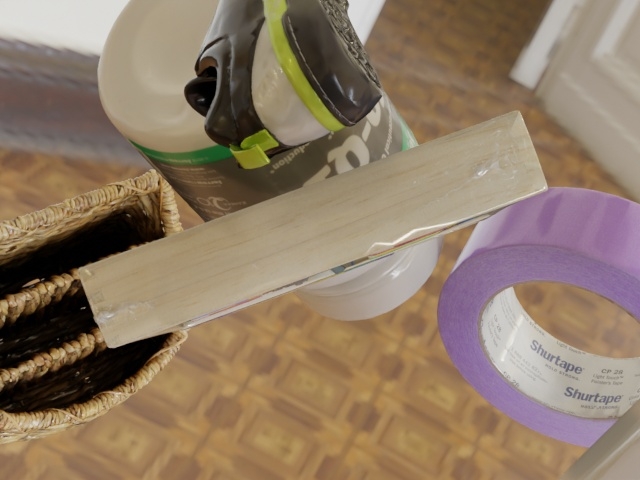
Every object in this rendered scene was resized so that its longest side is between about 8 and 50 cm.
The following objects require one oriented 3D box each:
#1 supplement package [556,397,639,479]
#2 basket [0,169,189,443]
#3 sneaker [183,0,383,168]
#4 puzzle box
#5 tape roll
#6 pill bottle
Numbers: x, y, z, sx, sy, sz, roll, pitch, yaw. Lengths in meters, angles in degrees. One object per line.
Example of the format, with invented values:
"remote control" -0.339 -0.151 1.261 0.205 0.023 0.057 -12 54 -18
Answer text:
"supplement package" 0.134 0.142 0.466 0.175 0.293 0.177 45 47 12
"basket" -0.283 0.090 1.640 0.299 0.223 0.213 -22 80 -36
"sneaker" -0.039 -0.113 0.800 0.084 0.097 0.234 50 12 -27
"puzzle box" 0.000 0.000 1.034 0.409 0.272 0.052 32 39 -87
"tape roll" 0.256 0.080 1.452 0.275 0.274 0.090 29 50 5
"pill bottle" -0.027 -0.081 1.346 0.204 0.204 0.361 49 0 39
